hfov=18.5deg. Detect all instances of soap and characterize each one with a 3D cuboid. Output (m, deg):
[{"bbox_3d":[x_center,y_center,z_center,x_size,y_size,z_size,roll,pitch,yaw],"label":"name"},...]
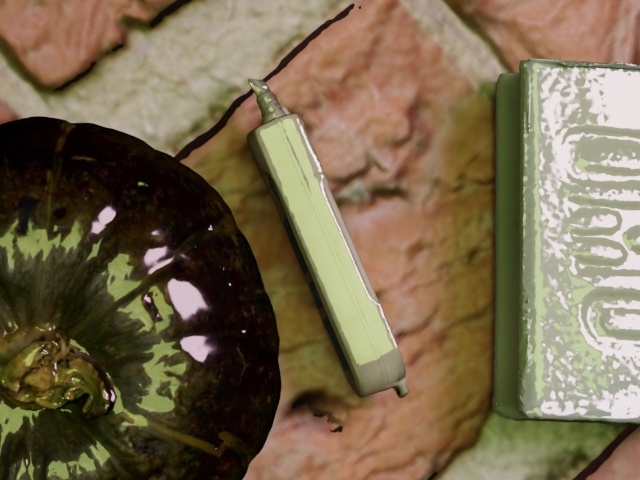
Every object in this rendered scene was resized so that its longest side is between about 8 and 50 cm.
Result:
[{"bbox_3d":[0.155,0.003,1.083,0.114,0.063,0.198,2,83,-12],"label":"soap"}]

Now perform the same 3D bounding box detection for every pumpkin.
[{"bbox_3d":[-0.135,0.052,0.971,0.238,0.159,0.238,1,87,-14],"label":"pumpkin"}]

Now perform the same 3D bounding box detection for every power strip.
[{"bbox_3d":[0.000,0.000,1.061,0.030,0.047,0.191,-23,88,-7],"label":"power strip"}]
